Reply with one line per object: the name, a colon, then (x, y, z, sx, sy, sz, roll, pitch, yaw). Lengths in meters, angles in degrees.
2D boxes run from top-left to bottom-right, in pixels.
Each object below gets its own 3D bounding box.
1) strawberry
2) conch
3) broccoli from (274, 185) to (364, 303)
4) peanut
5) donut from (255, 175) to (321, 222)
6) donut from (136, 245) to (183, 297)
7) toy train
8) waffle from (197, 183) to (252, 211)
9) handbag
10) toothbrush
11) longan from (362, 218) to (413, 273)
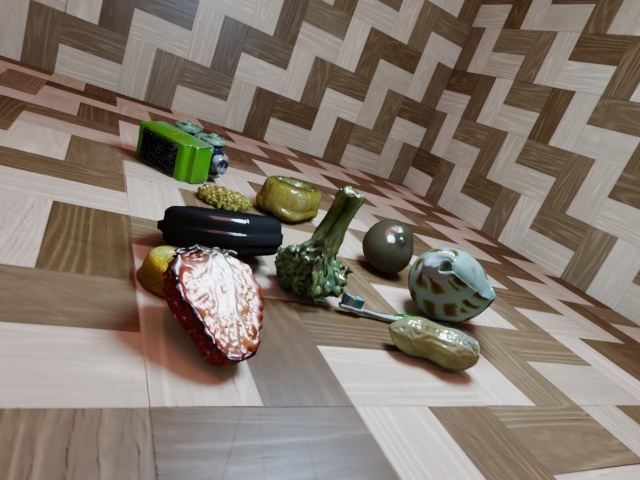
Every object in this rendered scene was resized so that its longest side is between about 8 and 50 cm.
strawberry: (-0.193, 0.123, 0.775, 0.190, 0.111, 0.237, 20, 37, -43)
conch: (0.368, 0.133, 1.245, 0.367, 0.197, 0.249, 7, 26, -44)
broccoli: (-0.017, 0.004, 1.040, 0.198, 0.275, 0.177, -3, 30, -33)
peanut: (0.251, 0.229, 0.995, 0.214, 0.090, 0.099, 19, 27, -1)
donut: (-0.116, -0.156, 1.650, 0.208, 0.128, 0.261, 26, 16, 17)
donut: (-0.286, 0.063, 0.896, 0.151, 0.058, 0.152, 22, 18, -8)
toy train: (-0.498, -0.331, 1.652, 0.307, 0.174, 0.248, 29, 25, 20)
waffle: (-0.319, -0.142, 1.508, 0.190, 0.038, 0.191, 20, 17, -6)
handbag: (-0.231, -0.027, 1.073, 0.253, 0.093, 0.308, 13, 5, 30)
toothbrush: (0.229, 0.205, 1.143, 0.417, 0.040, 0.042, 20, 10, -22)
longan: (0.219, 0.020, 1.460, 0.189, 0.189, 0.189, 20, 17, -6)
